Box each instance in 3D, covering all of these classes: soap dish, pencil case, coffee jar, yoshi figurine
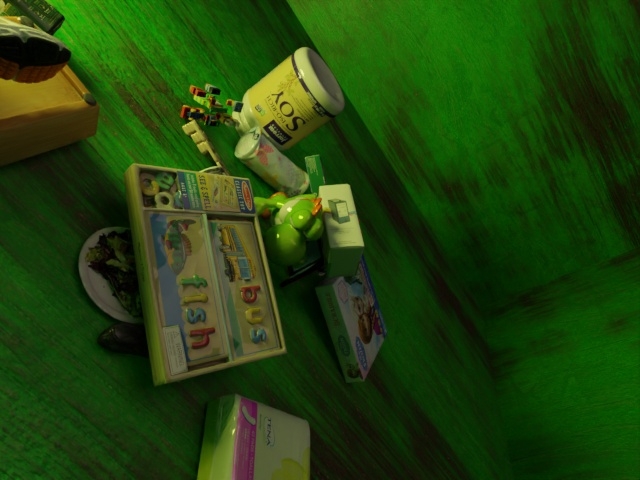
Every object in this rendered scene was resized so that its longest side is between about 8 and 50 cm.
[{"bbox_3d":[-0.536,-0.249,0.673,0.229,0.118,0.291,55,28,-15],"label":"soap dish"},{"bbox_3d":[-0.155,-0.249,1.365,0.273,0.113,0.124,41,49,-38],"label":"pencil case"},{"bbox_3d":[-0.610,-0.471,0.797,0.184,0.079,0.096,42,36,-37],"label":"coffee jar"},{"bbox_3d":[-0.101,-0.029,1.124,0.362,0.203,0.203,-152,-115,-73],"label":"yoshi figurine"}]

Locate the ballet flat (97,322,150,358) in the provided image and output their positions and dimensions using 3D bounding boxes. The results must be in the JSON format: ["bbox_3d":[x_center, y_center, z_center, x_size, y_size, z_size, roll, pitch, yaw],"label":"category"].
[{"bbox_3d":[-0.315,0.187,0.745,0.173,0.049,0.058,42,33,-47],"label":"ballet flat"}]

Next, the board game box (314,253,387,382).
[{"bbox_3d":[0.114,0.238,1.354,0.318,0.065,0.319,-37,111,-62],"label":"board game box"}]

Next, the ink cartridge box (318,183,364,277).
[{"bbox_3d":[0.049,-0.027,1.136,0.154,0.093,0.213,96,-11,-56],"label":"ink cartridge box"}]

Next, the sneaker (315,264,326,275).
[{"bbox_3d":[-0.011,0.003,1.284,0.153,0.094,0.235,-34,118,-33],"label":"sneaker"}]

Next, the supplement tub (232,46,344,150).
[{"bbox_3d":[-0.111,-0.457,1.399,0.241,0.331,0.241,42,32,-34],"label":"supplement tub"}]

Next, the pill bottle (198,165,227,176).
[{"bbox_3d":[-0.237,-0.044,1.002,0.246,0.130,0.130,61,26,-4],"label":"pill bottle"}]

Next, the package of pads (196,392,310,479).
[{"bbox_3d":[-0.115,0.461,0.762,0.229,0.101,0.297,40,34,-37],"label":"package of pads"}]

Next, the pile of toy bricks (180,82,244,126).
[{"bbox_3d":[-0.336,-0.412,1.232,0.105,0.118,0.212,37,27,25],"label":"pile of toy bricks"}]

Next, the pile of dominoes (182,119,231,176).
[{"bbox_3d":[-0.287,-0.203,1.126,0.251,0.040,0.196,60,-4,-6],"label":"pile of dominoes"}]

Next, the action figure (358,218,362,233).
[{"bbox_3d":[0.071,0.025,1.560,0.091,0.139,0.280,49,51,-30],"label":"action figure"}]

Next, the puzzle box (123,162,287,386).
[{"bbox_3d":[-0.222,0.053,0.826,0.272,0.052,0.409,0,70,-47],"label":"puzzle box"}]

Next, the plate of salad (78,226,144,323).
[{"bbox_3d":[-0.353,0.059,0.783,0.200,0.048,0.200,41,33,-35],"label":"plate of salad"}]

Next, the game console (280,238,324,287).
[{"bbox_3d":[-0.059,0.059,1.207,0.085,0.144,0.124,60,26,-2],"label":"game console"}]

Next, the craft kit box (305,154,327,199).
[{"bbox_3d":[0.001,-0.170,1.471,0.246,0.060,0.250,-93,172,-83],"label":"craft kit box"}]

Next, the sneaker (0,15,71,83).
[{"bbox_3d":[-0.489,-0.307,0.575,0.121,0.099,0.262,59,25,4],"label":"sneaker"}]
